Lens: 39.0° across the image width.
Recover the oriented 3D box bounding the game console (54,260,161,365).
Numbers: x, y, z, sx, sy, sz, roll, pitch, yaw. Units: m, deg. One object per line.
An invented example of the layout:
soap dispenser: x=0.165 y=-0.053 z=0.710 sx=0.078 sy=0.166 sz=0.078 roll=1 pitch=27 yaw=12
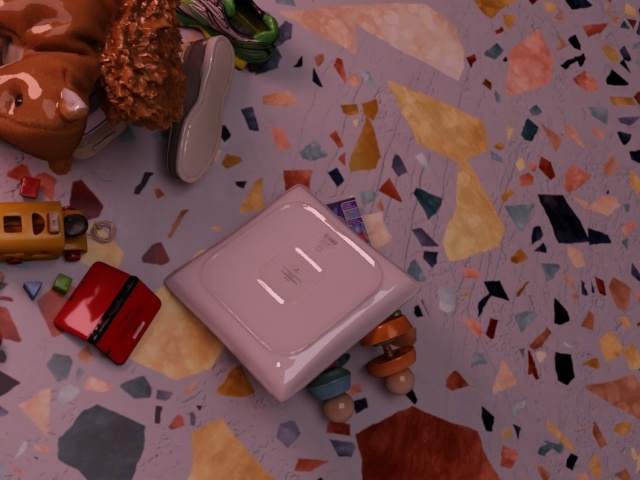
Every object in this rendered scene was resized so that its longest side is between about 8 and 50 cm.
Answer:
game console: x=-0.377 y=0.130 z=1.613 sx=0.124 sy=0.085 sz=0.144 roll=52 pitch=57 yaw=-38

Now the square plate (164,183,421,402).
square plate: x=-0.054 y=0.071 z=1.644 sx=0.344 sy=0.049 sz=0.347 roll=-37 pitch=61 yaw=-21

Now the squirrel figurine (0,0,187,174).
squirrel figurine: x=-0.383 y=-0.298 z=1.446 sx=0.396 sy=0.281 sz=0.371 roll=5 pitch=58 yaw=-29

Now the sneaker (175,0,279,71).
sneaker: x=-0.223 y=-0.488 z=1.794 sx=0.343 sy=0.146 sz=0.134 roll=31 pitch=64 yaw=-12

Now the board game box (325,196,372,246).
board game box: x=0.000 y=0.000 z=1.808 sx=0.201 sy=0.035 sz=0.136 roll=-15 pitch=81 yaw=-27

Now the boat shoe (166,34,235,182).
boat shoe: x=-0.246 y=-0.253 z=1.744 sx=0.109 sy=0.091 sz=0.305 roll=40 pitch=58 yaw=-57

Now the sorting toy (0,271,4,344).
sorting toy: x=-0.604 y=0.055 z=1.477 sx=0.274 sy=0.046 sz=0.132 roll=48 pitch=48 yaw=-25

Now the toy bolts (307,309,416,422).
toy bolts: x=0.086 y=0.244 z=1.694 sx=0.228 sy=0.218 sz=0.159 roll=-20 pitch=89 yaw=-10

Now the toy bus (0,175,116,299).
toy bus: x=-0.474 y=-0.019 z=1.563 sx=0.191 sy=0.104 sz=0.202 roll=40 pitch=63 yaw=-9

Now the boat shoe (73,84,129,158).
boat shoe: x=-0.382 y=-0.262 z=1.687 sx=0.109 sy=0.094 sz=0.302 roll=22 pitch=45 yaw=22
